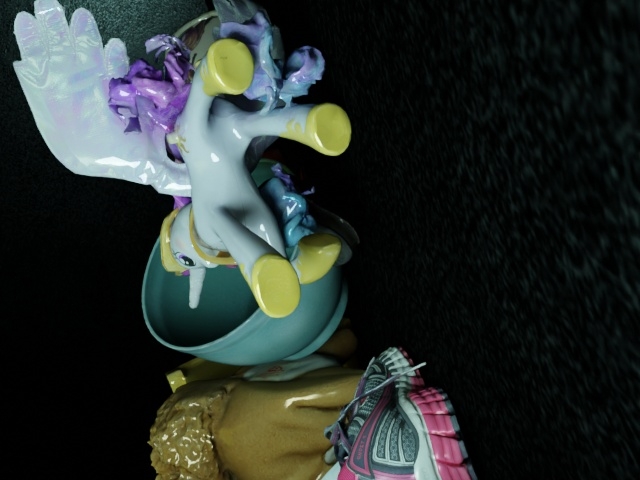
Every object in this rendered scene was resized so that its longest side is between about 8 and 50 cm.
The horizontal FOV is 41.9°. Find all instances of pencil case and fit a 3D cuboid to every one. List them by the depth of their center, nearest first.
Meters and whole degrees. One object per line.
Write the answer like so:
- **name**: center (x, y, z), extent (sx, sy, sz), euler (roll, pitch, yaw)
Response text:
- **pencil case**: center (-0.182, -0.256, 1.523), extent (0.410, 0.159, 0.184), euler (107, 175, -82)

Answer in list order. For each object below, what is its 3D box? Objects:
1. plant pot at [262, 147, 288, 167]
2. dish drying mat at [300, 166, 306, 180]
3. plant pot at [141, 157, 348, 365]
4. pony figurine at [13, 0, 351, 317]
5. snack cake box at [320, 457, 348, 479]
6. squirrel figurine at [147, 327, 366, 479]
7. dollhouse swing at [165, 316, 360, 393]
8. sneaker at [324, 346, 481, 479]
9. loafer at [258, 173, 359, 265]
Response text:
- **plant pot**: center (-0.133, -0.073, 1.721), extent (0.191, 0.174, 0.191), euler (158, 90, -85)
- **dish drying mat**: center (-0.024, -0.089, 1.345), extent (0.083, 0.008, 0.032), euler (81, 169, -73)
- **plant pot**: center (-0.083, 0.058, 1.198), extent (0.196, 0.293, 0.293), euler (39, -161, -42)
- **pony figurine**: center (-0.113, -0.095, 0.831), extent (0.363, 0.302, 0.351), euler (-1, 101, 63)
- **snack cake box**: center (0.093, 0.357, 0.940), extent (0.152, 0.089, 0.264), euler (30, 150, 35)
- **squirrel figurine**: center (-0.056, 0.371, 1.229), extent (0.281, 0.396, 0.371), euler (-152, 48, -76)
- **dollhouse swing**: center (-0.072, 0.296, 1.547), extent (0.305, 0.346, 0.315), euler (32, 143, 65)
- **sneaker**: center (0.058, 0.178, 0.794), extent (0.299, 0.112, 0.121), euler (146, 103, -87)
- **loafer**: center (-0.015, -0.040, 0.990), extent (0.080, 0.078, 0.220), euler (54, 168, -34)
